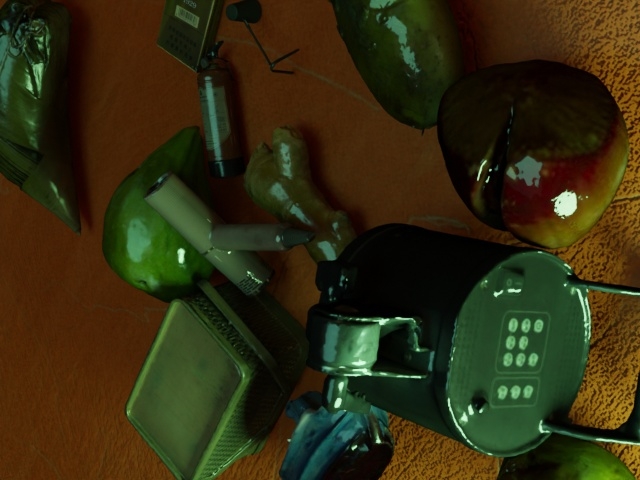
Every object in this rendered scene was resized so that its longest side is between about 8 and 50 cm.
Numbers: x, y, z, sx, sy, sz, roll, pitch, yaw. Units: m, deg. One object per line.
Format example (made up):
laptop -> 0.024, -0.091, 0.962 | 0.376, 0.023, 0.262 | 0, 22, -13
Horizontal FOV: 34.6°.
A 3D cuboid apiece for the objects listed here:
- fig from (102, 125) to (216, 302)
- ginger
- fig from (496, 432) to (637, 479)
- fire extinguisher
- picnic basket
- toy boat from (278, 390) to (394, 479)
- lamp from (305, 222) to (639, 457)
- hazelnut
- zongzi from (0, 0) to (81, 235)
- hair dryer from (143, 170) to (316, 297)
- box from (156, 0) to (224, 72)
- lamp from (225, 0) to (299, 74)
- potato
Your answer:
fig -> -0.220, -0.025, 1.401 | 0.167, 0.167, 0.233 | 22, 131, 36
ginger -> 0.002, -0.001, 1.283 | 0.299, 0.065, 0.118 | 57, 137, 11
fig -> 0.263, 0.277, 1.072 | 0.166, 0.154, 0.144 | 15, 93, 11
fire extinguisher -> -0.133, -0.173, 1.364 | 0.062, 0.050, 0.177 | 6, 106, 52
picnic basket -> -0.142, 0.188, 1.408 | 0.165, 0.139, 0.266 | 44, 126, 25
toy boat -> 0.009, 0.241, 1.275 | 0.142, 0.129, 0.309 | 56, 151, 25
lamp -> 0.138, 0.093, 1.072 | 0.272, 0.374, 0.205 | -157, 74, -71
hazelnut -> 0.208, -0.091, 1.019 | 0.204, 0.178, 0.178 | 29, 120, 39
zongzi -> -0.410, -0.193, 1.571 | 0.300, 0.145, 0.274 | 46, 124, 3
hair dryer -> -0.101, -0.016, 1.257 | 0.195, 0.053, 0.220 | 44, 155, -18
box -> -0.174, -0.305, 1.384 | 0.090, 0.023, 0.133 | 34, 122, 29
lamp -> -0.077, -0.259, 1.289 | 0.121, 0.054, 0.041 | 50, 129, 21
potato -> 0.079, -0.233, 1.108 | 0.149, 0.113, 0.251 | -22, 82, 67
